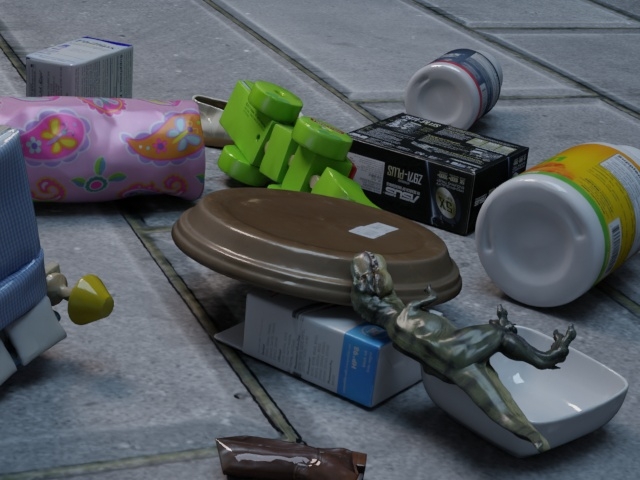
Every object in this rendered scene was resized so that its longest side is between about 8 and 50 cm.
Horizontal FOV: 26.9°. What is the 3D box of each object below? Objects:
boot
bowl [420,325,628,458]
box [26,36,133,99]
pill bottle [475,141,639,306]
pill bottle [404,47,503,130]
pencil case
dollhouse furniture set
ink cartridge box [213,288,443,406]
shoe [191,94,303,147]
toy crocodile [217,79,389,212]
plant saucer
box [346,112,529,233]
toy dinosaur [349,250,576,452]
[{"bbox_3d":[-0.026,0.172,0.975,0.114,0.037,0.106,10,9,2],"label":"boot"},{"bbox_3d":[0.167,0.129,1.111,0.142,0.053,0.142,-14,28,-39],"label":"bowl"},{"bbox_3d":[-0.296,-0.175,1.648,0.072,0.126,0.137,13,22,21],"label":"box"},{"bbox_3d":[0.276,-0.028,1.417,0.136,0.136,0.246,19,25,28],"label":"pill bottle"},{"bbox_3d":[0.196,-0.215,1.902,0.108,0.108,0.180,14,22,19],"label":"pill bottle"},{"bbox_3d":[-0.269,-0.097,1.479,0.284,0.124,0.124,-3,24,-21],"label":"pencil case"},{"bbox_3d":[-0.246,0.021,0.959,0.198,0.286,0.303,18,36,27],"label":"dollhouse furniture set"},{"bbox_3d":[0.004,0.076,1.189,0.180,0.060,0.104,20,25,32],"label":"ink cartridge box"},{"bbox_3d":[-0.069,-0.144,1.719,0.219,0.058,0.076,9,22,8],"label":"shoe"},{"bbox_3d":[-0.029,-0.097,1.547,0.105,0.115,0.340,15,16,-32],"label":"toy crocodile"},{"bbox_3d":[0.000,0.000,1.254,0.278,0.041,0.278,11,13,-3],"label":"plant saucer"},{"bbox_3d":[0.133,-0.084,1.597,0.180,0.077,0.147,18,25,28],"label":"box"},{"bbox_3d":[0.128,0.087,1.064,0.118,0.064,0.268,-12,32,-31],"label":"toy dinosaur"}]
